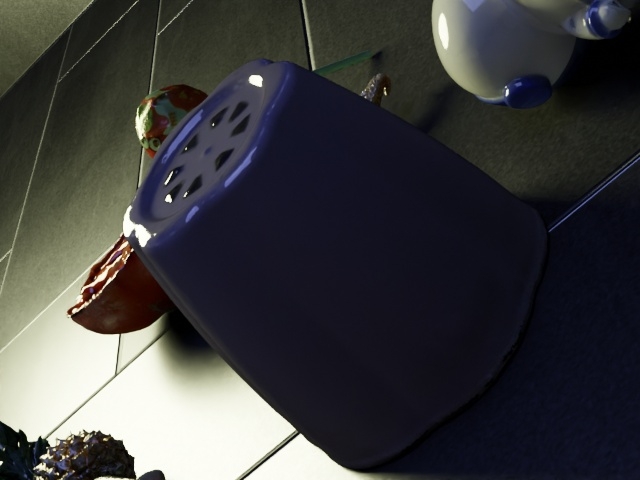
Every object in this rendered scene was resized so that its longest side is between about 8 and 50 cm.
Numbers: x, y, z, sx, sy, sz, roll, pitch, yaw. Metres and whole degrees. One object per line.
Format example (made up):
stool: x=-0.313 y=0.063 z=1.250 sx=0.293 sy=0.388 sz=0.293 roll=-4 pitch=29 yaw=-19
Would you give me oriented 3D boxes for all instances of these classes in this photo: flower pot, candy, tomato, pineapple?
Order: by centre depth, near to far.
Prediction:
flower pot: x=0.000 y=0.000 z=0.959 sx=0.265 sy=0.243 sz=0.265 roll=-36 pitch=30 yaw=24
pineapple: x=-0.252 y=0.223 z=1.231 sx=0.221 sy=0.103 sz=0.083 roll=-14 pitch=43 yaw=51
candy: x=-0.067 y=-0.157 z=1.394 sx=0.288 sy=0.084 sz=0.078 roll=-21 pitch=19 yaw=-21
tomato: x=-0.176 y=0.021 z=1.403 sx=0.228 sy=0.101 sz=0.228 roll=-45 pitch=17 yaw=17

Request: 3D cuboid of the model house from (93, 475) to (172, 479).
model house: x=-0.120 y=0.277 z=0.906 sx=0.229 sy=0.122 sz=0.188 roll=-7 pitch=51 yaw=53

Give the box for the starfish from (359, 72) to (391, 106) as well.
starfish: x=0.000 y=-0.062 z=1.282 sx=0.240 sy=0.043 sz=0.227 roll=-59 pitch=23 yaw=-12

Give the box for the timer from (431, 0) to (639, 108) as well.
timer: x=0.216 y=-0.235 z=0.968 sx=0.383 sy=0.270 sz=0.270 roll=-41 pitch=22 yaw=54

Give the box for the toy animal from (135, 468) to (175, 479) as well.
toy animal: x=-0.213 y=0.294 z=1.057 sx=0.251 sy=0.125 sz=0.127 roll=-36 pitch=-4 yaw=-7
